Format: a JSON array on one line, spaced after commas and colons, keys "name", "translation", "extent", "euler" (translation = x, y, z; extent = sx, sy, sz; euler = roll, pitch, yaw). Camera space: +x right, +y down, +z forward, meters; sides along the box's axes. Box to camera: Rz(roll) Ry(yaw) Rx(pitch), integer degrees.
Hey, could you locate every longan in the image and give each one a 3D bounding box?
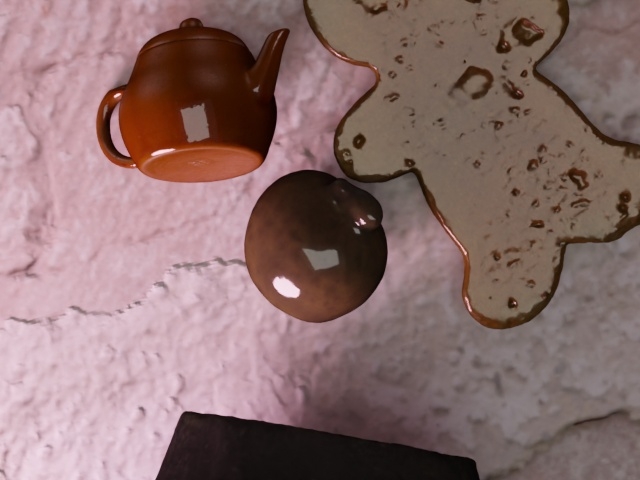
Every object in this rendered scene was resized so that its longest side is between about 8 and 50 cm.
[{"name": "longan", "translation": [0.000, 0.000, 1.147], "extent": [0.106, 0.106, 0.119], "euler": [41, 134, -5]}]

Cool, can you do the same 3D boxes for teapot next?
[{"name": "teapot", "translation": [-0.090, -0.102, 1.141], "extent": [0.173, 0.116, 0.116], "euler": [-15, 101, 32]}]

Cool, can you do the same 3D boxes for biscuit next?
[{"name": "biscuit", "translation": [0.102, -0.098, 1.155], "extent": [0.197, 0.049, 0.301], "euler": [-39, 97, 4]}]

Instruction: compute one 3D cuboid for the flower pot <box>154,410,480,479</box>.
[{"name": "flower pot", "translation": [-0.008, 0.256, 1.108], "extent": [0.379, 0.379, 0.251], "euler": [9, 80, 1]}]
